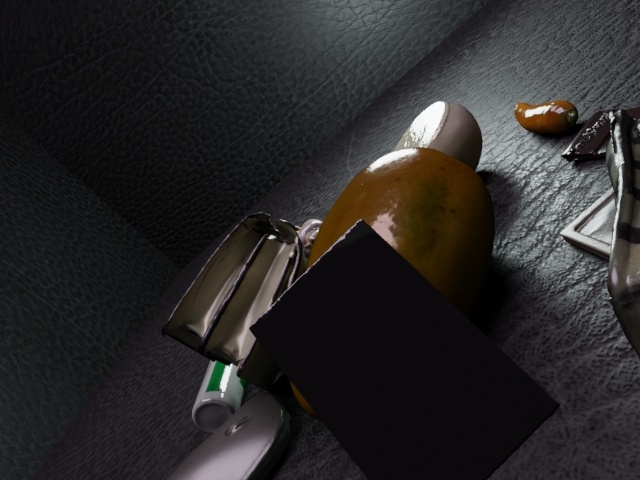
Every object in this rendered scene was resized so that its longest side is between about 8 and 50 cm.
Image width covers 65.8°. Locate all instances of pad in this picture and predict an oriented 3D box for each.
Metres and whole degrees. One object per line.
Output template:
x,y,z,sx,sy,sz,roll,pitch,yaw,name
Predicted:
0.075,0.137,0.558,0.202,0.300,0.005,-45,-25,0,pad

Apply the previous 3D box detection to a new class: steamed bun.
0.253,-0.174,1.062,0.231,0.145,0.231,-53,15,22,steamed bun

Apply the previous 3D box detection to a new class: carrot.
0.427,-0.247,0.986,0.271,0.062,0.066,-99,23,-76,carrot

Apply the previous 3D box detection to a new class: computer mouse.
-0.184,0.392,0.817,0.331,0.095,0.197,-48,20,-14,computer mouse

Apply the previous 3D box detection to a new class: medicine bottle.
-0.209,0.303,1.097,0.095,0.095,0.260,-40,17,17,medicine bottle

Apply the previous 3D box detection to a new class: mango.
0.095,0.054,0.738,0.300,0.232,0.445,-13,41,57,mango

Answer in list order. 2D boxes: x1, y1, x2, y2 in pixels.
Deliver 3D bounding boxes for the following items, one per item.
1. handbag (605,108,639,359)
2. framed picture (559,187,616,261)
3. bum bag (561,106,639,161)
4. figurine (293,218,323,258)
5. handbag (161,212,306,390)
0.396,-0.056,0.364,0.325,0.162,0.327,-23,22,37,handbag
0.445,-0.074,0.561,0.289,0.020,0.211,-43,15,6,framed picture
0.460,-0.171,0.756,0.109,0.026,0.159,-48,16,-15,bum bag
0.000,0.000,1.334,0.137,0.111,0.229,-21,14,-22,figurine
-0.108,0.126,0.888,0.358,0.160,0.236,87,-151,-70,handbag
